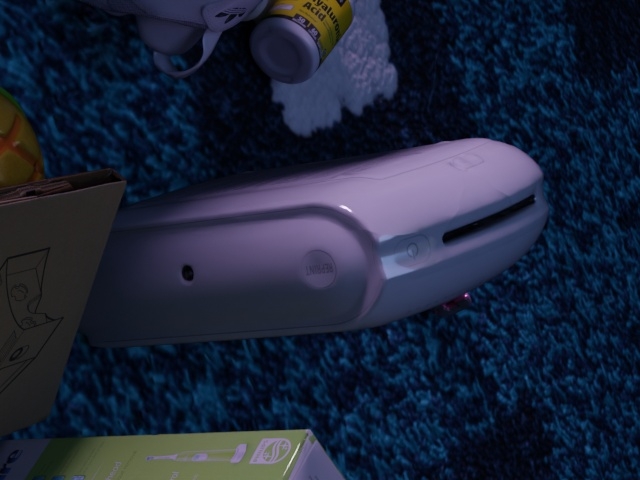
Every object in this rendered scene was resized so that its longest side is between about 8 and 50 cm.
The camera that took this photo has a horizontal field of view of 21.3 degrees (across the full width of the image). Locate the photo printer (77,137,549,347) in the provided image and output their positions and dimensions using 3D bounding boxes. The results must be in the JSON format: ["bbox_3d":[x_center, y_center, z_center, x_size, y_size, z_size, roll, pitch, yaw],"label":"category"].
[{"bbox_3d":[0.000,0.000,1.256,0.256,0.307,0.107,-21,102,-53],"label":"photo printer"}]

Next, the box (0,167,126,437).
[{"bbox_3d":[-0.212,0.052,1.110,0.164,0.021,0.201,-16,133,-53],"label":"box"}]

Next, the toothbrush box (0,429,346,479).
[{"bbox_3d":[-0.091,0.237,1.118,0.206,0.283,0.122,58,45,-31],"label":"toothbrush box"}]

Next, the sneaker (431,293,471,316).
[{"bbox_3d":[0.098,0.024,1.610,0.119,0.047,0.057,42,34,-44],"label":"sneaker"}]

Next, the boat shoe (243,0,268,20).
[{"bbox_3d":[-0.090,-0.289,1.373,0.069,0.081,0.227,2,76,-50],"label":"boat shoe"}]

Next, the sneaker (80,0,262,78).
[{"bbox_3d":[-0.138,-0.300,1.268,0.137,0.210,0.366,-6,55,-54],"label":"sneaker"}]

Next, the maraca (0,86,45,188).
[{"bbox_3d":[-0.237,-0.014,1.120,0.127,0.099,0.185,-7,108,-49],"label":"maraca"}]

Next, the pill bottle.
[{"bbox_3d":[-0.009,-0.192,1.473,0.065,0.065,0.116,60,42,-28],"label":"pill bottle"}]
